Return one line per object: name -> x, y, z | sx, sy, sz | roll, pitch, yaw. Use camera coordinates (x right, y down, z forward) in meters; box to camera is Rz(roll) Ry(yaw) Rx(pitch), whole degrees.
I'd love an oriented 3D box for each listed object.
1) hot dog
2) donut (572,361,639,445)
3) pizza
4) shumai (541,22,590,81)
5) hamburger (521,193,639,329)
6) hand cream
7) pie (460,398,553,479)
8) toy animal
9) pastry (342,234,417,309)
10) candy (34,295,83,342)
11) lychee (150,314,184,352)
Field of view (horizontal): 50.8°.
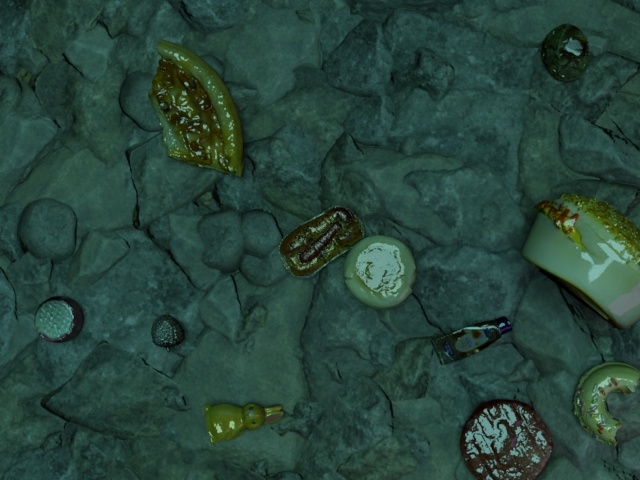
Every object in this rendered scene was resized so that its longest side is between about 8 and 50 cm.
hot dog -> 0.000, 0.000, 1.440 | 0.191, 0.059, 0.108 | -34, 86, -2
donut -> 0.567, 0.314, 1.344 | 0.108, 0.065, 0.166 | 27, 86, 8
pizza -> -0.280, -0.284, 1.489 | 0.182, 0.074, 0.365 | -23, 81, -7
shumai -> 0.527, -0.409, 1.429 | 0.099, 0.087, 0.123 | -17, 80, 4
hamburger -> 0.526, 0.030, 1.282 | 0.294, 0.276, 0.179 | 39, 98, 4
hand cream -> 0.315, 0.203, 1.396 | 0.163, 0.039, 0.062 | -24, 97, 4
pie -> 0.372, 0.408, 1.358 | 0.183, 0.049, 0.182 | -1, 83, 7
toy animal -> -0.157, 0.365, 1.403 | 0.159, 0.070, 0.083 | -13, 80, -2
pastry -> 0.126, 0.066, 1.403 | 0.157, 0.092, 0.156 | -1, 79, 5
candy -> -0.572, 0.172, 1.472 | 0.103, 0.043, 0.103 | -1, 83, 5
lychee -> -0.327, 0.198, 1.439 | 0.067, 0.068, 0.083 | -9, 75, -38
